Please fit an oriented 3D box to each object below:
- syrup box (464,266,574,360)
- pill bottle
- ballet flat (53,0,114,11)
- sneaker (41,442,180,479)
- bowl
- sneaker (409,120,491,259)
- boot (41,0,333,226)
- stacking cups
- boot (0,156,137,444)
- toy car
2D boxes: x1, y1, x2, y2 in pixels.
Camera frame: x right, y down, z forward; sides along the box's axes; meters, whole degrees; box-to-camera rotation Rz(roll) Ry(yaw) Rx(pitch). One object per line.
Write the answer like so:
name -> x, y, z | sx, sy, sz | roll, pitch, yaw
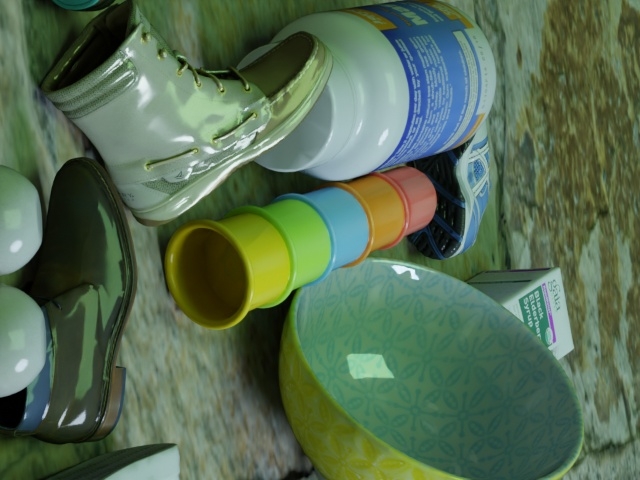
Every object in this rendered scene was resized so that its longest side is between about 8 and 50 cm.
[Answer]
syrup box -> 0.166, 0.101, 2.019 | 0.237, 0.096, 0.093 | -25, 107, -54
pill bottle -> 0.036, -0.136, 1.786 | 0.272, 0.152, 0.152 | -17, 101, -57
ballet flat -> -0.201, -0.314, 1.504 | 0.096, 0.095, 0.280 | -55, 142, -57
sneaker -> -0.182, 0.261, 1.449 | 0.292, 0.108, 0.169 | -15, 96, -58
bowl -> 0.076, 0.166, 1.787 | 0.289, 0.289, 0.156 | -34, 158, -53
sneaker -> 0.134, -0.085, 2.015 | 0.081, 0.080, 0.211 | 6, 92, -63
boot -> -0.103, -0.133, 1.576 | 0.213, 0.077, 0.165 | -40, 125, -8
stacking cups -> 0.000, 0.000, 1.743 | 0.316, 0.096, 0.096 | -17, 101, -51
boot -> -0.198, 0.046, 1.470 | 0.106, 0.082, 0.219 | -2, 91, -60
toy car -> -0.266, 0.030, 1.334 | 0.136, 0.159, 0.182 | 150, -63, -86
